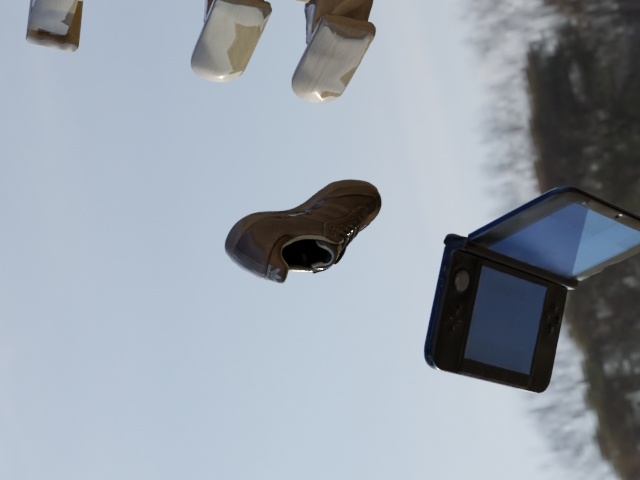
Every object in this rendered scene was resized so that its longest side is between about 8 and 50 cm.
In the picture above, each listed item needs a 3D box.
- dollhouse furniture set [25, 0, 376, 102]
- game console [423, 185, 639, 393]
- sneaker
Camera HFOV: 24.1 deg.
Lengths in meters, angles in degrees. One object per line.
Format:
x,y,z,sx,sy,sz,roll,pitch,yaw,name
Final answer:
-0.151,-0.353,1.907,0.256,0.394,0.362,122,153,-51,dollhouse furniture set
0.299,0.072,1.958,0.293,0.173,0.250,18,-98,-48,game console
0.000,0.000,1.363,0.188,0.071,0.066,-21,-41,-41,sneaker
